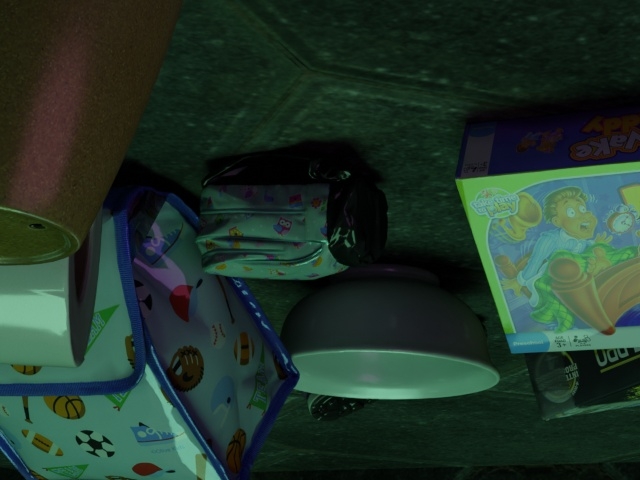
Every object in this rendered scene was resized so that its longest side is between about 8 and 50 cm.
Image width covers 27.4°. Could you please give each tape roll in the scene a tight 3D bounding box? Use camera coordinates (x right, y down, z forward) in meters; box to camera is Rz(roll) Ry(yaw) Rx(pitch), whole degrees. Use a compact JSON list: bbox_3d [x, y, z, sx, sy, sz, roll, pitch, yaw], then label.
[{"bbox_3d":[-0.280,-0.017,1.110,0.169,0.246,0.246,4,163,-4],"label":"tape roll"}]

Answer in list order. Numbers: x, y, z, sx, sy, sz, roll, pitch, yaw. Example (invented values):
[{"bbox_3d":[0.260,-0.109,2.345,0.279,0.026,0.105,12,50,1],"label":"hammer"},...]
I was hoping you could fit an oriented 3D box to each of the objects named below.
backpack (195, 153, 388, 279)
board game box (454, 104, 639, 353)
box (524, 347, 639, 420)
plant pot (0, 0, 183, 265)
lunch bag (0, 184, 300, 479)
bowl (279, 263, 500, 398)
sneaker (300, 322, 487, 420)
[{"bbox_3d":[-0.036,-0.017,1.301,0.182,0.115,0.152,0,165,17],"label":"backpack"},{"bbox_3d":[0.318,-0.011,1.171,0.347,0.078,0.233,-5,133,21],"label":"board game box"},{"bbox_3d":[0.478,0.103,1.481,0.395,0.097,0.318,-1,162,-38],"label":"box"},{"bbox_3d":[-0.185,-0.122,0.742,0.237,0.254,0.237,3,163,1],"label":"plant pot"},{"bbox_3d":[-0.259,0.101,1.466,0.328,0.239,0.385,-2,133,26],"label":"lunch bag"},{"bbox_3d":[0.080,0.111,1.669,0.298,0.134,0.298,3,163,1],"label":"bowl"},{"bbox_3d":[0.095,0.146,1.870,0.283,0.124,0.107,-17,143,-14],"label":"sneaker"}]
